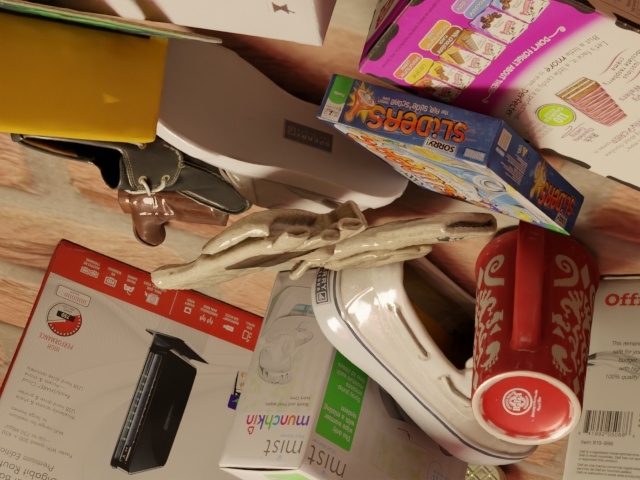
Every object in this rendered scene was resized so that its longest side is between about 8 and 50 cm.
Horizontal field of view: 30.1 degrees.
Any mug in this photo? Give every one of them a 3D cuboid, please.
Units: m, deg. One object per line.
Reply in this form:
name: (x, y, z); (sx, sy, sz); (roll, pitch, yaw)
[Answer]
mug: (0.174, 0.073, 1.033); (0.113, 0.169, 0.150); (-22, 122, 30)

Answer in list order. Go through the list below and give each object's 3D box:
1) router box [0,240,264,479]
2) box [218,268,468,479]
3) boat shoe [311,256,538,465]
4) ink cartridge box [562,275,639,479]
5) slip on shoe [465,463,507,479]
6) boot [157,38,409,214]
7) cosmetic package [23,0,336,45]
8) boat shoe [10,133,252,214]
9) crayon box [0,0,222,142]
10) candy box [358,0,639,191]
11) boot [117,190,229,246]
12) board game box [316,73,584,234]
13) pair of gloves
router box: (-0.202, 0.202, 1.388); (0.335, 0.301, 0.082); (22, 155, -14)
box: (0.043, 0.190, 1.301); (0.127, 0.231, 0.262); (-9, 145, 42)
boat shoe: (0.162, 0.114, 1.221); (0.156, 0.136, 0.367); (-19, 132, 36)
ink cartridge box: (0.315, 0.142, 1.072); (0.153, 0.208, 0.087); (-2, 153, 34)
slip on shoe: (0.125, 0.371, 1.767); (0.331, 0.123, 0.101); (-4, 153, 26)
boot: (-0.062, -0.075, 0.970); (0.258, 0.095, 0.123); (22, 155, -26)
cosmetic package: (-0.143, -0.267, 0.631); (0.284, 0.097, 0.377); (12, 155, 13)
boat shoe: (-0.163, -0.072, 1.068); (0.233, 0.079, 0.084); (26, 151, -24)
crayon box: (-0.256, -0.127, 0.824); (0.323, 0.083, 0.203); (13, -172, 36)
candy box: (0.163, -0.126, 0.769); (0.233, 0.071, 0.159); (22, 155, -12)
boot: (-0.136, -0.022, 1.206); (0.114, 0.037, 0.106); (2, 154, 17)
board game box: (0.102, -0.060, 0.879); (0.136, 0.035, 0.201); (20, 177, 31)
pair of gloves: (0.000, 0.000, 1.002); (0.240, 0.042, 0.204); (-4, 171, -37)
